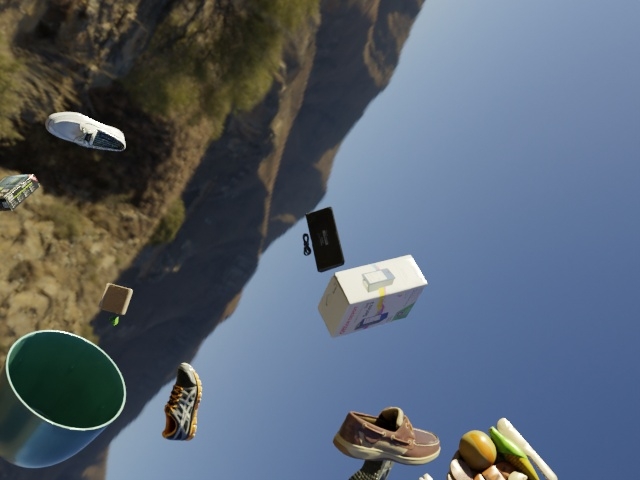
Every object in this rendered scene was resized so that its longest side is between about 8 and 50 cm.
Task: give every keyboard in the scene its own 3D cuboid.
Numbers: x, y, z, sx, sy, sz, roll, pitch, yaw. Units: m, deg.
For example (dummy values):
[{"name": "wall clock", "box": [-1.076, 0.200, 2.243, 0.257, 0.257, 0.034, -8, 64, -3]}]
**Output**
[{"name": "keyboard", "box": [0.000, 0.000, 1.800, 0.108, 0.023, 0.180, -17, -115, 10]}]

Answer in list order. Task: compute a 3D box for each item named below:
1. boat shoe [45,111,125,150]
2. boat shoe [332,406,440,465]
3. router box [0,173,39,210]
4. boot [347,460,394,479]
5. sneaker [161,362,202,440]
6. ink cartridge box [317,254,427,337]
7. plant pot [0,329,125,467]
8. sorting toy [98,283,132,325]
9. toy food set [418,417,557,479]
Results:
[{"name": "boat shoe", "box": [-0.667, -0.311, 1.886, 0.076, 0.226, 0.083, 46, -59, 44]}, {"name": "boat shoe", "box": [0.191, 0.496, 1.702, 0.123, 0.342, 0.123, 27, -80, 58]}, {"name": "router box", "box": [-0.771, -0.118, 1.621, 0.092, 0.038, 0.122, -3, -146, 17]}, {"name": "boot", "box": [0.158, 0.711, 1.946, 0.246, 0.083, 0.161, -56, 147, -18]}, {"name": "sneaker", "box": [-0.377, 0.439, 1.766, 0.084, 0.083, 0.214, 2, -91, 47]}, {"name": "ink cartridge box", "box": [0.118, 0.131, 1.525, 0.093, 0.212, 0.154, 64, -30, 31]}, {"name": "plant pot", "box": [-0.661, 0.403, 1.584, 0.235, 0.293, 0.293, -49, -167, 22]}, {"name": "sorting toy", "box": [-0.440, 0.138, 1.395, 0.012, 0.062, 0.083, 58, 47, -72]}, {"name": "toy food set", "box": [0.241, 0.331, 0.921, 0.192, 0.132, 0.038, -24, 146, -30]}]
